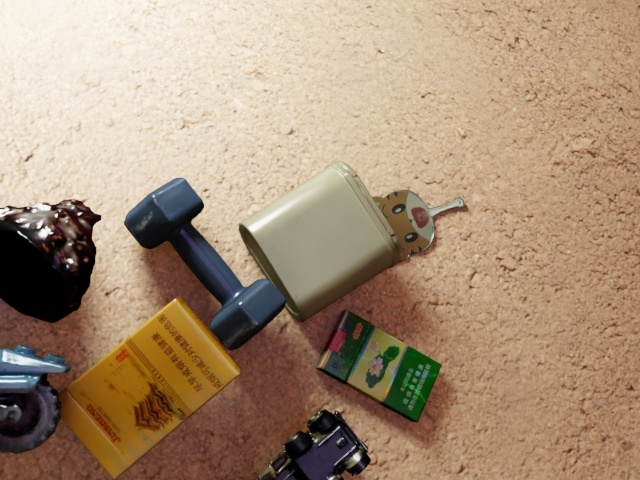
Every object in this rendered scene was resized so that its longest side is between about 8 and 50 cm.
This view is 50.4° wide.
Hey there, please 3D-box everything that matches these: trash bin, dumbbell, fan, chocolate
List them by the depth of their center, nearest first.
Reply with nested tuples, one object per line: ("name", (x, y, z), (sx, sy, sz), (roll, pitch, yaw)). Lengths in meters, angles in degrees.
("chocolate", (-0.458, 0.008, 1.165), (0.224, 0.206, 0.177), (12, 43, 22))
("dumbbell", (-0.208, 0.041, 1.236), (0.156, 0.143, 0.316), (-38, 93, 22))
("trash bin", (0.000, 0.000, 1.334), (0.247, 0.121, 0.243), (-32, 90, -19))
("fan", (0.216, -0.053, 1.472), (0.226, 0.008, 0.152), (-21, 85, -20))

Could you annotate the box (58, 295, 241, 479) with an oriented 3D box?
("box", (-0.297, 0.248, 1.171), (0.274, 0.076, 0.174), (-40, 91, -4))

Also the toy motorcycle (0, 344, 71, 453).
("toy motorcycle", (-0.600, 0.178, 1.070), (0.416, 0.172, 0.232), (19, 80, -4))

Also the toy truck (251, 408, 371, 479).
("toy truck", (-0.042, 0.428, 1.228), (0.257, 0.127, 0.127), (-39, 86, -20))

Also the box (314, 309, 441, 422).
("box", (0.118, 0.252, 1.363), (0.235, 0.034, 0.132), (31, 71, -9))
